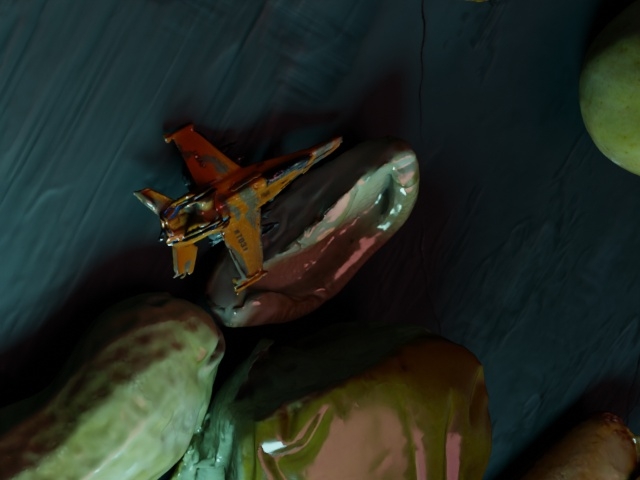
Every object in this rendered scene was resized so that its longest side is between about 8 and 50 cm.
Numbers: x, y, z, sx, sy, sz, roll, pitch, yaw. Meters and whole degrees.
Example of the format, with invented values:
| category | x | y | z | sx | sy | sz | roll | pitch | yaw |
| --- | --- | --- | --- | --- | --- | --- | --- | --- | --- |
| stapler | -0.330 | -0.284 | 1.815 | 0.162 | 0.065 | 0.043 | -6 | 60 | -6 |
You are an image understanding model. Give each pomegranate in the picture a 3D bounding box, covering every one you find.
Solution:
| category | x | y | z | sx | sy | sz | roll | pitch | yaw |
| --- | --- | --- | --- | --- | --- | --- | --- | --- | --- |
| pomegranate | 0.326 | -0.139 | 1.207 | 0.191 | 0.191 | 0.191 | -17 | 122 | -28 |

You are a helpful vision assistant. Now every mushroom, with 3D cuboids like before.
| category | x | y | z | sx | sy | sz | roll | pitch | yaw |
| --- | --- | --- | --- | --- | --- | --- | --- | --- | --- |
| mushroom | -0.002 | 0.000 | 1.119 | 0.210 | 0.072 | 0.094 | -44 | 130 | -4 |

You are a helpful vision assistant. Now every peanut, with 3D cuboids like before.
| category | x | y | z | sx | sy | sz | roll | pitch | yaw |
| --- | --- | --- | --- | --- | --- | --- | --- | --- | --- |
| peanut | -0.186 | 0.158 | 1.037 | 0.290 | 0.130 | 0.130 | -44 | 132 | -17 |

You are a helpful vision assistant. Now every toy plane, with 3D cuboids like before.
| category | x | y | z | sx | sy | sz | roll | pitch | yaw |
| --- | --- | --- | --- | --- | --- | --- | --- | --- | --- |
| toy plane | -0.057 | -0.041 | 1.067 | 0.188 | 0.062 | 0.135 | -33 | 99 | -42 |

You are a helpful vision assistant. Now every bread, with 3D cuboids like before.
| category | x | y | z | sx | sy | sz | roll | pitch | yaw |
| --- | --- | --- | --- | --- | --- | --- | --- | --- | --- |
| bread | 0.003 | 0.200 | 1.128 | 0.250 | 0.225 | 0.279 | -11 | 116 | -33 |

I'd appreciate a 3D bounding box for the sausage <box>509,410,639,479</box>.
| category | x | y | z | sx | sy | sz | roll | pitch | yaw |
| --- | --- | --- | --- | --- | --- | --- | --- | --- | --- |
| sausage | 0.204 | 0.306 | 1.417 | 0.330 | 0.102 | 0.102 | -39 | 130 | -12 |
